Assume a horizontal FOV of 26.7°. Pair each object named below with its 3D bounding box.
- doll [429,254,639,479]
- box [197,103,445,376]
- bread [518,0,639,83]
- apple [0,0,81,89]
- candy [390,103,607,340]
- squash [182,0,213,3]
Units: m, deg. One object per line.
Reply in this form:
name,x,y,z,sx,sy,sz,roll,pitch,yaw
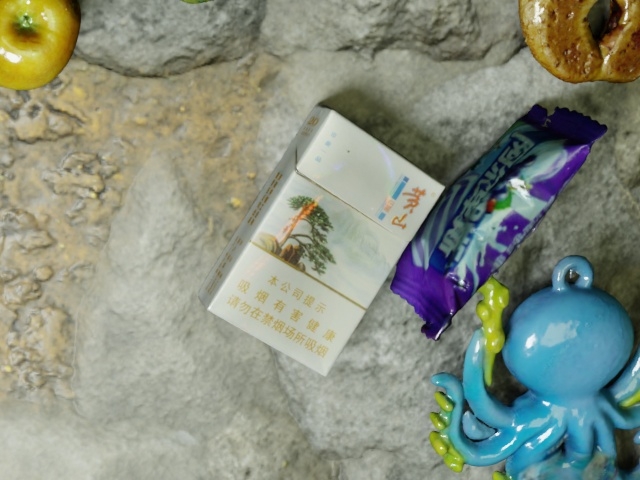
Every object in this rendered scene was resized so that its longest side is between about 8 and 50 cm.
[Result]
doll,0.279,0.167,1.491,0.346,0.099,0.341,-5,118,-12
box,0.001,-0.001,1.360,0.149,0.067,0.233,31,92,-23
bread,0.290,-0.250,1.397,0.193,0.064,0.193,-6,112,-16
apple,-0.264,-0.189,1.206,0.114,0.102,0.099,-45,111,-4
candy,0.171,-0.026,1.367,0.070,0.145,0.275,38,90,-28
squash,-0.167,-0.282,1.243,0.183,0.052,0.052,36,91,-21
